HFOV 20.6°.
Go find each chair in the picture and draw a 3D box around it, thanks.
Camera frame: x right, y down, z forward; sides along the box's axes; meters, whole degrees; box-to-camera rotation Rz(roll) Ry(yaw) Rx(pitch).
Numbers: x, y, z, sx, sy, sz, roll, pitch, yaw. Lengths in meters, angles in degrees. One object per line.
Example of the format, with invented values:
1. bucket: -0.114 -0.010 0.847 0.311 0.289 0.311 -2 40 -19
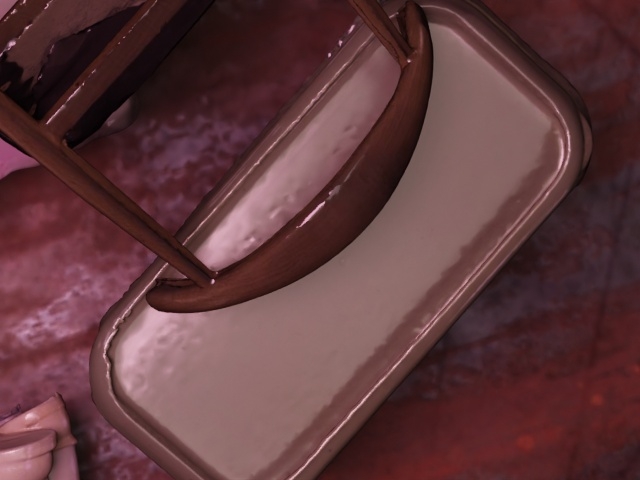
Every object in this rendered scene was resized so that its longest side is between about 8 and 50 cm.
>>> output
1. chair: -0.094 -0.112 0.778 0.188 0.166 0.272 -48 120 -3

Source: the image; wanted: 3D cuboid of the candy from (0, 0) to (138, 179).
1. candy: -0.199 -0.159 0.871 0.155 0.116 0.265 -27 121 -19

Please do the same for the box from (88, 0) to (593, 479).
1. box: 0.000 0.000 0.921 0.138 0.178 0.274 43 86 -6

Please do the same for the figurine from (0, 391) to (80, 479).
1. figurine: -0.150 0.223 0.925 0.144 0.182 0.256 -23 96 10
